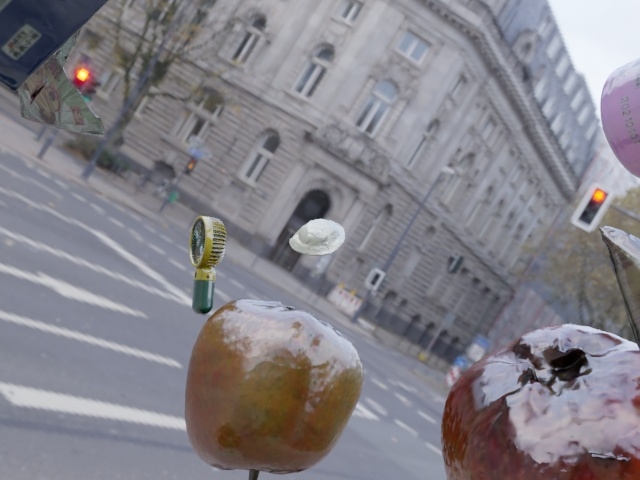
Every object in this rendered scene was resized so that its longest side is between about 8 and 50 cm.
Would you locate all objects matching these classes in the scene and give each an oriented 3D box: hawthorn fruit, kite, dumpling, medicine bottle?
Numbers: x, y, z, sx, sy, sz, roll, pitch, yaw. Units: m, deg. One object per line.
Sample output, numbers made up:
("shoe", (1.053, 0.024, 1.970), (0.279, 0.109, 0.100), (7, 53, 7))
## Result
("hawthorn fruit", (0.295, 0.265, 0.946), (0.369, 0.284, 0.284), (55, -12, -28))
("kite", (-0.326, -0.223, 1.105), (0.229, 0.250, 0.012), (53, 43, 5))
("hawthorn fruit", (-0.084, 0.242, 1.344), (0.267, 0.301, 0.268), (14, -11, 3))
("dumpling", (0.001, -0.001, 1.243), (0.077, 0.043, 0.059), (0, 44, -37))
("medicine bottle", (0.534, -0.196, 1.154), (0.178, 0.178, 0.290), (31, -29, -23))

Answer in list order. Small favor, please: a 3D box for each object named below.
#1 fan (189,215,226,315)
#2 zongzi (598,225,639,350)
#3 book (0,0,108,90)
("fan", (-0.178, 0.040, 1.382), (0.039, 0.155, 0.082), (7, -6, -26))
("zongzi", (0.307, 0.114, 0.516), (0.286, 0.138, 0.300), (-1, 56, -36))
("book", (-0.311, -0.337, 0.683), (0.428, 0.300, 0.039), (39, 16, -43))
